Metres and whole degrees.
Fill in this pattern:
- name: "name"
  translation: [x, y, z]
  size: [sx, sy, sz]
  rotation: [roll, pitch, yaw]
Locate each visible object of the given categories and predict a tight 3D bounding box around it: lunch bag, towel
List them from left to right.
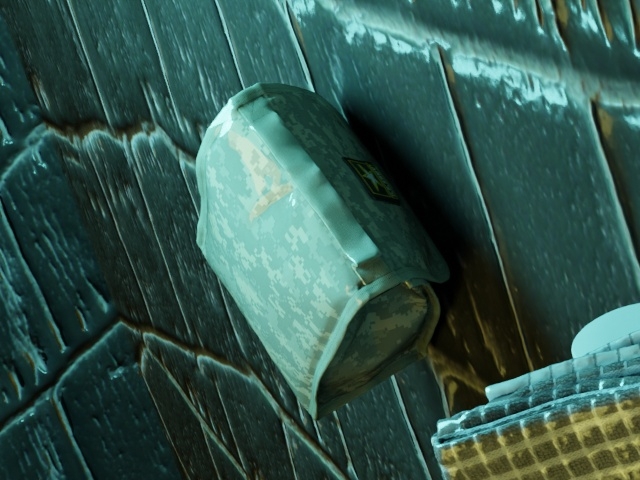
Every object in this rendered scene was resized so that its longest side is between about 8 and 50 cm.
- name: "lunch bag"
  translation: [0.000, 0.000, 1.707]
  size: [0.235, 0.169, 0.287]
  rotation: [55, 165, 18]
- name: "towel"
  translation: [0.232, 0.184, 1.210]
  size: [0.235, 0.283, 0.121]
  rotation: [63, -157, -13]

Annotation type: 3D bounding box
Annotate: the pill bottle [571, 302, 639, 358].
- name: "pill bottle"
  translation: [0.257, 0.159, 1.331]
  size: [0.121, 0.121, 0.216]
  rotation: [24, 139, 61]
